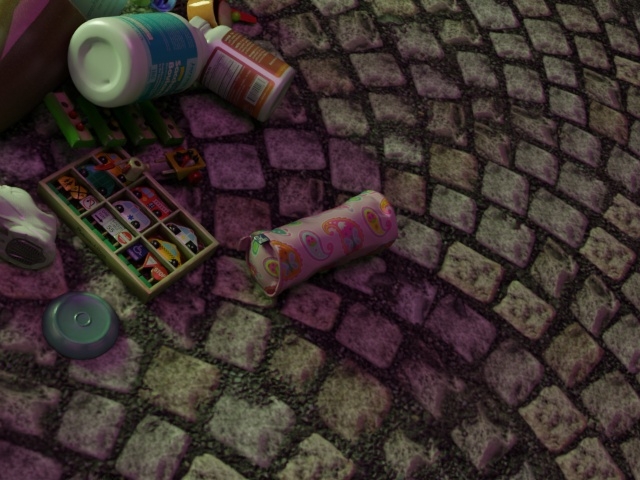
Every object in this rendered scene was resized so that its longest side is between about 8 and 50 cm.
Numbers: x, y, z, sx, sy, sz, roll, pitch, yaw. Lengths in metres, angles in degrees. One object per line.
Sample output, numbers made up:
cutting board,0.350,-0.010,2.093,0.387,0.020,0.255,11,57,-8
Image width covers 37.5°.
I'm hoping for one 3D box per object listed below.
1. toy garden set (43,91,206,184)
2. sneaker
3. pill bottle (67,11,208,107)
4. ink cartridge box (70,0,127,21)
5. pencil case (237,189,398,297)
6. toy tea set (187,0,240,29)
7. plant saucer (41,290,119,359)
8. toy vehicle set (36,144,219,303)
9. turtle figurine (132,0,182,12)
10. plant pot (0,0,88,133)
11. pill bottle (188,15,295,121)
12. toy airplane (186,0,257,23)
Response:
toy garden set,-0.320,-0.183,1.623,0.244,0.049,0.204,-10,60,-51
sneaker,-0.512,-0.050,1.464,0.232,0.090,0.115,36,31,-29
pill bottle,-0.301,-0.319,1.633,0.146,0.146,0.264,44,30,8
ink cartridge box,-0.513,-0.490,1.659,0.353,0.207,0.119,28,52,-18
pencil case,0.000,0.000,1.651,0.284,0.124,0.124,-20,68,-32
toy tea set,-0.196,-0.576,1.841,0.124,0.336,0.200,-2,18,14
plant saucer,-0.369,0.126,1.458,0.119,0.021,0.119,12,53,-17
toy vehicle set,-0.321,-0.036,1.580,0.267,0.035,0.166,44,51,8
turtle figurine,-0.357,-0.598,1.848,0.274,0.198,0.266,28,46,-9
plant pot,-0.527,-0.293,1.576,0.215,0.215,0.231,27,67,-5
pill bottle,-0.167,-0.331,1.798,0.216,0.121,0.121,33,51,-1
toy airplane,-0.202,-0.456,1.927,0.151,0.028,0.151,11,54,-15
